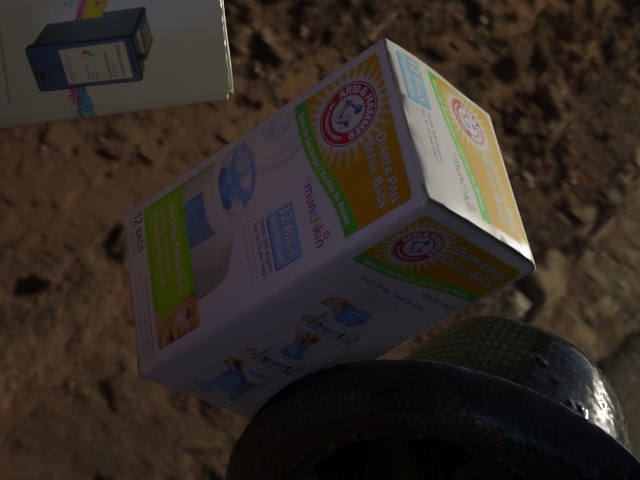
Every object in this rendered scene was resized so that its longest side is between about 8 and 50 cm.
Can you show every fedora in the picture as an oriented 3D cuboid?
[{"bbox_3d":[0.102,0.165,0.866,0.334,0.334,0.152,37,47,-4],"label":"fedora"}]

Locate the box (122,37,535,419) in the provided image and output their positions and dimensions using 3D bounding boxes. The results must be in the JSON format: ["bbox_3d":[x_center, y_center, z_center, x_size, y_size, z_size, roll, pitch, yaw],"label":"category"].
[{"bbox_3d":[0.000,0.000,0.772,0.103,0.203,0.114,28,40,-44],"label":"box"}]

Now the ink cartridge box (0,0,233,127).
[{"bbox_3d":[-0.177,-0.146,1.013,0.212,0.093,0.154,-6,17,-7],"label":"ink cartridge box"}]
